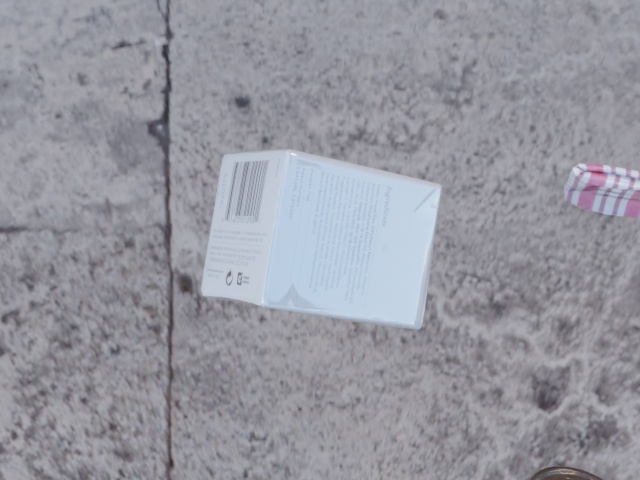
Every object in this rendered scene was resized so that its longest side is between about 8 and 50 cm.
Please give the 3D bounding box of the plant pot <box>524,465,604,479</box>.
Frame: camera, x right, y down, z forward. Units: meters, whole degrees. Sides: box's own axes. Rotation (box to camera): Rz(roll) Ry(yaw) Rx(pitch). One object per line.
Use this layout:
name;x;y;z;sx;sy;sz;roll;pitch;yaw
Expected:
plant pot;0.206;0.330;1.022;0.215;0.230;0.215;12;33;-8

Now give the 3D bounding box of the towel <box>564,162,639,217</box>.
towel;0.358;-0.040;1.152;0.197;0.144;0.029;12;82;11

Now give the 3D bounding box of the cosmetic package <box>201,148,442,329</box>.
cosmetic package;0.000;0.000;1.099;0.184;0.151;0.151;11;87;-28
